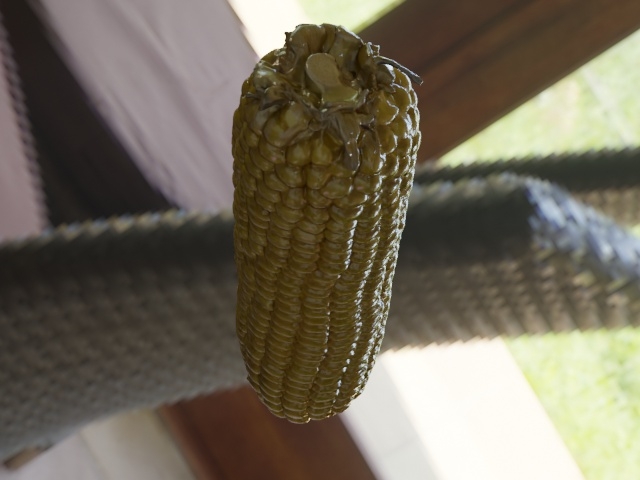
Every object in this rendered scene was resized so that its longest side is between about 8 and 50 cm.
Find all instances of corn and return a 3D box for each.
[{"bbox_3d":[0.000,0.000,1.112,0.305,0.106,0.106,93,-18,-52],"label":"corn"}]
